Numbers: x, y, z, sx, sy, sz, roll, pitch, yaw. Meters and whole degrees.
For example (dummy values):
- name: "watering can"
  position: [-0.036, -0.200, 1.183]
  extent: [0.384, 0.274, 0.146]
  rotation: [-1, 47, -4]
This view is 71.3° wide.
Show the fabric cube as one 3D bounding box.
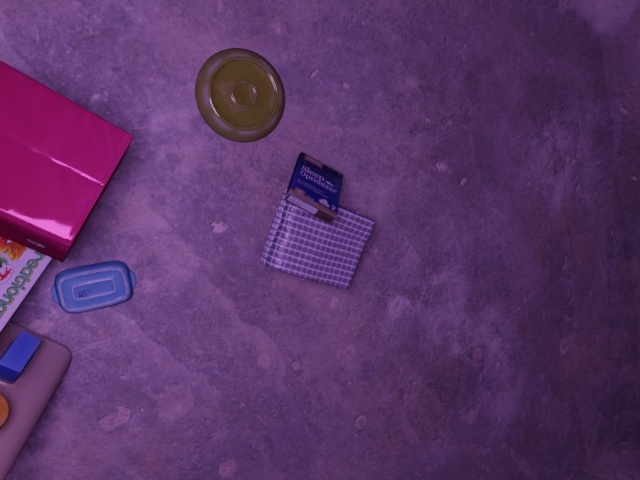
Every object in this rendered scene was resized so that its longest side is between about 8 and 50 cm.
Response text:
- name: "fabric cube"
  position: [-0.570, -0.135, 0.884]
  extent: [0.258, 0.254, 0.259]
  rotation: [30, 65, -25]

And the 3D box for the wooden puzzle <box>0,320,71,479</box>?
- name: "wooden puzzle"
  position: [-0.709, 0.264, 0.891]
  extent: [0.080, 0.322, 0.348]
  rotation: [-38, 117, 22]

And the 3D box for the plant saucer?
- name: "plant saucer"
  position: [-0.201, -0.379, 1.164]
  extent: [0.241, 0.037, 0.240]
  rotation: [-4, 100, -23]

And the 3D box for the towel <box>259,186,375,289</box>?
- name: "towel"
  position: [0.000, 0.000, 1.261]
  extent: [0.284, 0.121, 0.235]
  rotation: [17, 91, -25]

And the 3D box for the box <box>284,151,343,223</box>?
- name: "box"
  position: [-0.011, -0.155, 1.192]
  extent: [0.136, 0.225, 0.036]
  rotation: [27, 130, -15]

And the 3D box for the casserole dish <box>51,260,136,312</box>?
- name: "casserole dish"
  position: [-0.549, 0.115, 1.084]
  extent: [0.189, 0.037, 0.114]
  rotation: [-12, 102, -21]

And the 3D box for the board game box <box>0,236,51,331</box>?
- name: "board game box"
  position: [-0.701, 0.065, 0.920]
  extent: [0.193, 0.053, 0.305]
  rotation: [34, 52, -24]
